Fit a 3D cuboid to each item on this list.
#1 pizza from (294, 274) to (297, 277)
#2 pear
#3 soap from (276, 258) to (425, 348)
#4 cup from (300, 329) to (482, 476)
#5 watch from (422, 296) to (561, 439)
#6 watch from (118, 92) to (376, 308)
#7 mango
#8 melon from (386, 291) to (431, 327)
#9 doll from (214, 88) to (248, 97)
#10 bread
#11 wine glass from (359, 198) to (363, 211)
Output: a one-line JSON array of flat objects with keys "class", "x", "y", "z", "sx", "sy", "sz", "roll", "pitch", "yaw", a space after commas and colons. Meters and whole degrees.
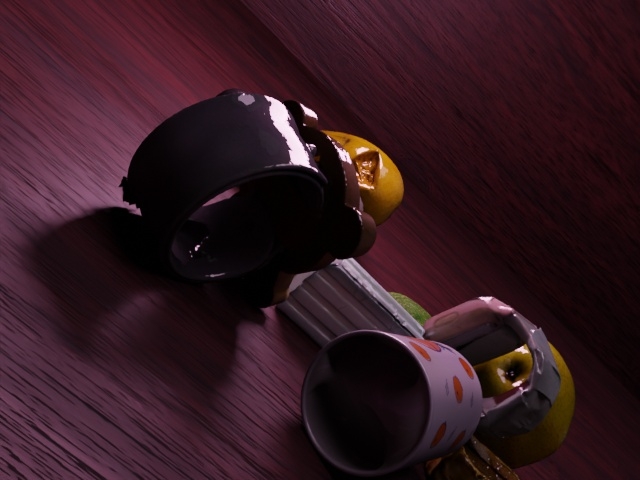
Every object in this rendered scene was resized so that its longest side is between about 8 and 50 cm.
[{"class": "pizza", "x": -0.077, "y": 0.033, "z": 1.657, "sx": 0.175, "sy": 0.046, "sz": 0.134, "roll": 45, "pitch": 16, "yaw": -10}, {"class": "pear", "x": 0.396, "y": 0.327, "z": 1.783, "sx": 0.294, "sy": 0.294, "sz": 0.294, "roll": 43, "pitch": 17, "yaw": -17}, {"class": "soap", "x": 0.063, "y": 0.143, "z": 1.574, "sx": 0.261, "sy": 0.150, "sz": 0.094, "roll": 44, "pitch": 20, "yaw": -14}, {"class": "cup", "x": 0.133, "y": 0.262, "z": 1.386, "sx": 0.212, "sy": 0.212, "sz": 0.317, "roll": 55, "pitch": 16, "yaw": 23}, {"class": "watch", "x": 0.312, "y": 0.247, "z": 1.571, "sx": 0.162, "sy": 0.253, "sz": 0.241, "roll": 30, "pitch": 44, "yaw": -38}, {"class": "watch", "x": -0.135, "y": -0.053, "z": 1.341, "sx": 0.327, "sy": 0.335, "sz": 0.314, "roll": 2, "pitch": 51, "yaw": -42}, {"class": "mango", "x": 0.037, "y": -0.157, "z": 2.083, "sx": 0.365, "sy": 0.182, "sz": 0.253, "roll": 26, "pitch": -21, "yaw": 30}, {"class": "melon", "x": 0.202, "y": 0.214, "z": 1.816, "sx": 0.323, "sy": 0.124, "sz": 0.196, "roll": 15, "pitch": 44, "yaw": -59}, {"class": "doll", "x": -0.178, "y": -0.216, "z": 1.835, "sx": 0.234, "sy": 0.143, "sz": 0.135, "roll": 39, "pitch": 43, "yaw": -32}, {"class": "bread", "x": 0.289, "y": 0.445, "z": 1.551, "sx": 0.222, "sy": 0.096, "sz": 0.181, "roll": 43, "pitch": 14, "yaw": -18}, {"class": "wine glass", "x": -0.013, "y": -0.071, "z": 1.841, "sx": 0.241, "sy": 0.126, "sz": 0.126, "roll": -1, "pitch": 50, "yaw": -54}]
